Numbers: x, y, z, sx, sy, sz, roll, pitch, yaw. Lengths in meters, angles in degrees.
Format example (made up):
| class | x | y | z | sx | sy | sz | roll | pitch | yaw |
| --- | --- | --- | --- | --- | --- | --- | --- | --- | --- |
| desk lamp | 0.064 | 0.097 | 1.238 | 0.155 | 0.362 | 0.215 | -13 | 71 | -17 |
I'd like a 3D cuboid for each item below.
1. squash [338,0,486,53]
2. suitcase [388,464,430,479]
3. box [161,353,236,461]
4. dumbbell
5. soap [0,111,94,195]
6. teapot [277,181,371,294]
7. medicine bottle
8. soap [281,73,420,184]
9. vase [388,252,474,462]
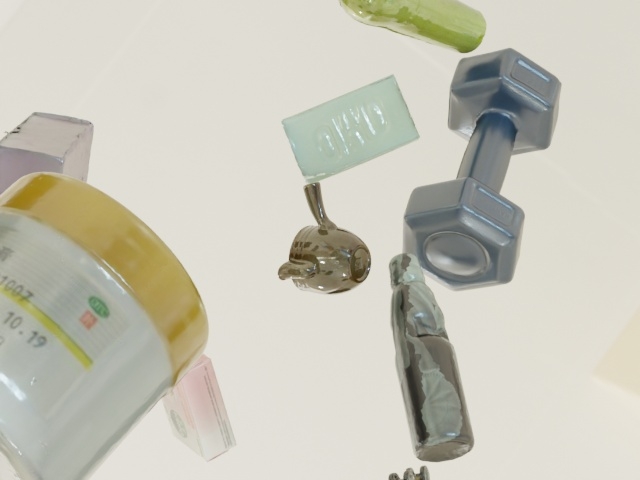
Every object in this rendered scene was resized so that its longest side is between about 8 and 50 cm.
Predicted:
| class | x | y | z | sx | sy | sz | roll | pitch | yaw |
| --- | --- | --- | --- | --- | --- | --- | --- | --- | --- |
| squash | 0.108 | -0.285 | 1.743 | 0.083 | 0.083 | 0.250 | 33 | -167 | 37 |
| suitcase | 0.069 | 0.445 | 1.745 | 0.202 | 0.312 | 0.128 | -12 | 174 | 19 |
| box | -0.149 | 0.182 | 1.642 | 0.089 | 0.043 | 0.125 | 24 | 135 | 54 |
| dumbbell | 0.205 | -0.093 | 1.782 | 0.144 | 0.316 | 0.156 | 12 | 141 | 12 |
| soap | -0.403 | -0.016 | 1.970 | 0.107 | 0.285 | 0.296 | 12 | -165 | -3 |
| teapot | 0.000 | 0.000 | 1.371 | 0.080 | 0.110 | 0.085 | 5 | -165 | 35 |
| medicine bottle | -0.258 | 0.096 | 1.275 | 0.238 | 0.232 | 0.238 | 28 | 146 | 21 |
| soap | 0.047 | -0.176 | 2.264 | 0.063 | 0.198 | 0.114 | 54 | -168 | -88 |
| vase | 0.097 | 0.104 | 1.354 | 0.060 | 0.060 | 0.211 | 43 | -149 | -55 |
